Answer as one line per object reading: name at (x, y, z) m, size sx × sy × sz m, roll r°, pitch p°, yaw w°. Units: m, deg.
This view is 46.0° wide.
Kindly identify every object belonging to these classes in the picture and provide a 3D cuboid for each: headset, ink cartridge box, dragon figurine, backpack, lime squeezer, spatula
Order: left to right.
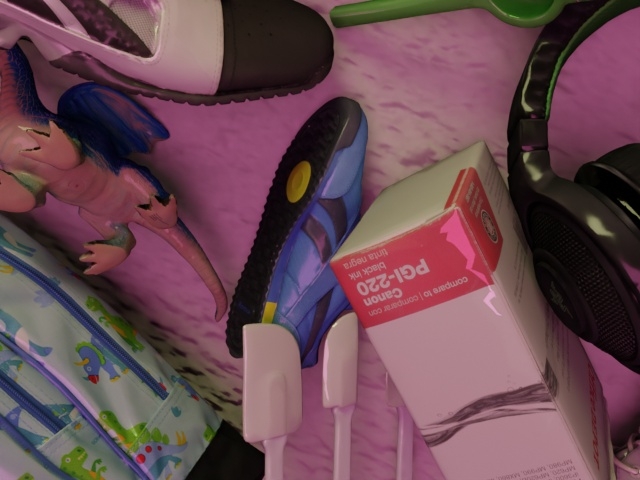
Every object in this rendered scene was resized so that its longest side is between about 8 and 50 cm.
backpack at (-0.267, 0.126, 0.550) m, size 0.290 × 0.273 × 0.356 m, roll -35°, pitch 87°, yaw 23°
dragon figurine at (-0.162, -0.057, 0.542) m, size 0.085 × 0.144 × 0.289 m, roll -43°, pitch 127°, yaw 17°
spatula at (0.021, 0.169, 0.567) m, size 0.168 × 0.019 × 0.242 m, roll -7°, pitch 101°, yaw -32°
ink cartridge box at (0.110, 0.064, 0.502) m, size 0.092 × 0.158 × 0.218 m, roll -25°, pitch 101°, yaw 24°
lime squeezer at (0.143, -0.176, 0.442) m, size 0.310 × 0.110 × 0.059 m, roll -19°, pitch 139°, yaw 18°
headset at (0.242, 0.019, 0.462) m, size 0.243 × 0.185 × 0.394 m, roll -2°, pitch 77°, yaw 4°

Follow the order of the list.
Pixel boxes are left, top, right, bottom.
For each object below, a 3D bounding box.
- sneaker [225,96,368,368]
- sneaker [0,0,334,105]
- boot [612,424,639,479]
sneaker at (0.000, 0.000, 0.559) m, size 0.082 × 0.069 × 0.209 m, roll 15°, pitch 102°, yaw -28°
sneaker at (-0.130, -0.179, 0.435) m, size 0.330 × 0.122 × 0.146 m, roll 10°, pitch 124°, yaw -21°
boot at (0.250, 0.157, 0.559) m, size 0.258 × 0.095 × 0.123 m, roll -7°, pitch 97°, yaw 3°
